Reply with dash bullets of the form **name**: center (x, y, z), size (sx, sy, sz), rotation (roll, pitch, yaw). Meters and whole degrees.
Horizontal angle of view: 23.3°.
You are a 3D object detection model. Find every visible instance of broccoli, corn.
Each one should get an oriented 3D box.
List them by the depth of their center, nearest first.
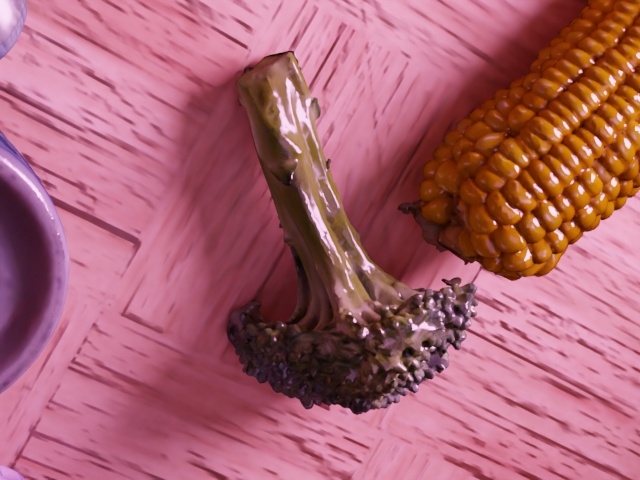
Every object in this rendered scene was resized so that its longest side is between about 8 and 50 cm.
- **broccoli**: center (0.002, -0.001, 0.841), size (0.118, 0.122, 0.204), rotation (-29, 104, -28)
- **corn**: center (0.180, -0.102, 0.869), size (0.313, 0.102, 0.102), rotation (-47, 119, -2)

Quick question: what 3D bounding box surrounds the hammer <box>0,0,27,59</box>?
- **hammer**: center (-0.136, -0.159, 0.700), size (0.194, 0.069, 0.116), rotation (-31, 119, 16)

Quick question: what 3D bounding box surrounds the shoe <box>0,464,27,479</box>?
- **shoe**: center (-0.205, 0.131, 0.789), size (0.245, 0.095, 0.138), rotation (0, 111, -17)

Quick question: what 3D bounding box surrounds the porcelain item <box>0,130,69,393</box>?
- **porcelain item**: center (-0.201, 0.003, 0.732), size (0.147, 0.114, 0.147), rotation (-9, 112, -22)
